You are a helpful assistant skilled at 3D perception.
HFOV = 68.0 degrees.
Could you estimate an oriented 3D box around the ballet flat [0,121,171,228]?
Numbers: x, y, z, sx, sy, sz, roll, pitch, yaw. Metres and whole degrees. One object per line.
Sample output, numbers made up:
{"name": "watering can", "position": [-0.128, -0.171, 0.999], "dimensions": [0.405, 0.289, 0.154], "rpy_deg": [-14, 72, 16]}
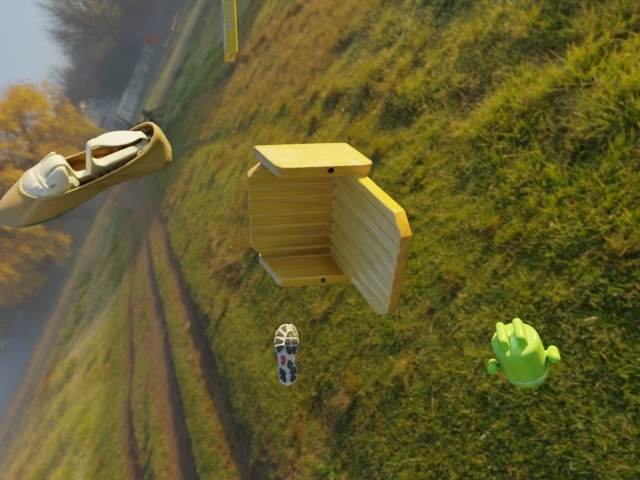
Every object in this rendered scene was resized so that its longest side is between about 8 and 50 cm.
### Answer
{"name": "ballet flat", "position": [-0.310, -0.095, 0.618], "dimensions": [0.080, 0.232, 0.073], "rpy_deg": [48, 154, 24]}

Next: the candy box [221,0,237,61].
{"name": "candy box", "position": [-0.183, -0.471, 0.942], "dimensions": [0.105, 0.027, 0.206], "rpy_deg": [-135, 43, -75]}

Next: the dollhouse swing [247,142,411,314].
{"name": "dollhouse swing", "position": [0.000, 0.000, 1.106], "dimensions": [0.305, 0.314, 0.347], "rpy_deg": [-107, 16, -51]}

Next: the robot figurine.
{"name": "robot figurine", "position": [0.294, 0.168, 0.696], "dimensions": [0.101, 0.115, 0.067], "rpy_deg": [-20, 30, 21]}

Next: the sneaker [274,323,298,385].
{"name": "sneaker", "position": [-0.101, 0.326, 1.359], "dimensions": [0.071, 0.068, 0.170], "rpy_deg": [126, 146, -74]}
